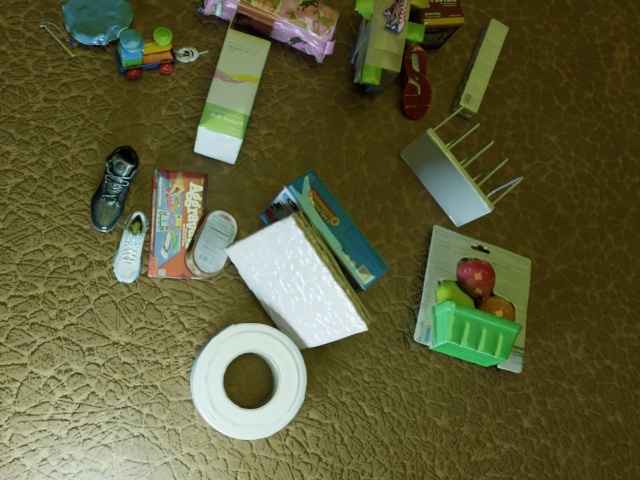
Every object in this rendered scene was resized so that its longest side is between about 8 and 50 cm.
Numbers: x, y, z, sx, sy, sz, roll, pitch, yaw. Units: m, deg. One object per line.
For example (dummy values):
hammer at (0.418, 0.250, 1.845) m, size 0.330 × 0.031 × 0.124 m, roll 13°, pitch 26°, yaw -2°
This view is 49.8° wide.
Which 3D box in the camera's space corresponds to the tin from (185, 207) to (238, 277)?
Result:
tin at (-0.277, 0.005, 1.781) m, size 0.106 × 0.040 × 0.189 m, roll 33°, pitch 64°, yaw -31°

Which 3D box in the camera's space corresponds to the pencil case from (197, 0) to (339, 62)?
pencil case at (-0.135, -0.630, 1.900) m, size 0.386 × 0.160 × 0.167 m, roll 19°, pitch 74°, yaw -12°

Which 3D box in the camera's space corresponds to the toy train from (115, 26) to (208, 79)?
toy train at (-0.408, -0.512, 1.807) m, size 0.248 × 0.143 × 0.105 m, roll -15°, pitch 84°, yaw -18°

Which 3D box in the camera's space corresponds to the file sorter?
file sorter at (0.400, -0.215, 1.953) m, size 0.173 × 0.193 × 0.277 m, roll -40°, pitch 92°, yaw -21°

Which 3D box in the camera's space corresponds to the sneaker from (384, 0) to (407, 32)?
sneaker at (0.195, -0.600, 1.786) m, size 0.057 × 0.047 × 0.119 m, roll 10°, pitch 81°, yaw 3°

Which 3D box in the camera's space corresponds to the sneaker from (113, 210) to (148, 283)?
sneaker at (-0.475, 0.012, 1.721) m, size 0.071 × 0.083 × 0.190 m, roll 9°, pitch 78°, yaw -15°

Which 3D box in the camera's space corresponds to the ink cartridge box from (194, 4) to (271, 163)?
ink cartridge box at (-0.223, -0.404, 1.804) m, size 0.119 × 0.207 × 0.353 m, roll 16°, pitch 76°, yaw -10°

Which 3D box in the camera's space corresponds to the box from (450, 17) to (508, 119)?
box at (0.486, -0.523, 2.102) m, size 0.067 × 0.063 × 0.324 m, roll 25°, pitch 74°, yaw -11°

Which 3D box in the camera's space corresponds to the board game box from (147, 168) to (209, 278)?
board game box at (-0.368, -0.042, 1.791) m, size 0.145 × 0.027 × 0.281 m, roll 3°, pitch 79°, yaw -16°

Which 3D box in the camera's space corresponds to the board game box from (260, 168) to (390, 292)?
board game box at (0.000, 0.000, 1.740) m, size 0.086 × 0.302 × 0.308 m, roll -38°, pitch 92°, yaw -19°

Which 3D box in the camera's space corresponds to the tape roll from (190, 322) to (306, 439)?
tape roll at (-0.182, 0.349, 1.730) m, size 0.286 × 0.100 × 0.286 m, roll 3°, pitch 79°, yaw -14°

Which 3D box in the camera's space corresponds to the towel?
towel at (-0.059, 0.106, 1.689) m, size 0.053 × 0.317 × 0.331 m, roll -39°, pitch 99°, yaw -41°

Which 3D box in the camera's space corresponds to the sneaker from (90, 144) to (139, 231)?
sneaker at (-0.515, -0.136, 1.715) m, size 0.087 × 0.130 × 0.227 m, roll 22°, pitch 77°, yaw -9°

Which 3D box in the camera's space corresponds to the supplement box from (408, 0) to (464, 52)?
supplement box at (0.302, -0.673, 2.010) m, size 0.129 × 0.194 × 0.191 m, roll -8°, pitch 82°, yaw -17°

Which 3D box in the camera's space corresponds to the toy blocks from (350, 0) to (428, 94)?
toy blocks at (0.163, -0.571, 1.929) m, size 0.191 × 0.261 × 0.381 m, roll 10°, pitch 82°, yaw -8°

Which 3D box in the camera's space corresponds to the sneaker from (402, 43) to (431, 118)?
sneaker at (0.278, -0.476, 2.009) m, size 0.087 × 0.221 × 0.128 m, roll 1°, pitch 35°, yaw 3°

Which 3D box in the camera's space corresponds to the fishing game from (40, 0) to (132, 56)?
fishing game at (-0.585, -0.593, 1.820) m, size 0.189 × 0.041 × 0.264 m, roll 41°, pitch 75°, yaw 9°

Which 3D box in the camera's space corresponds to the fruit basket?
fruit basket at (0.430, 0.163, 1.931) m, size 0.327 × 0.165 × 0.353 m, roll 18°, pitch 60°, yaw -12°
